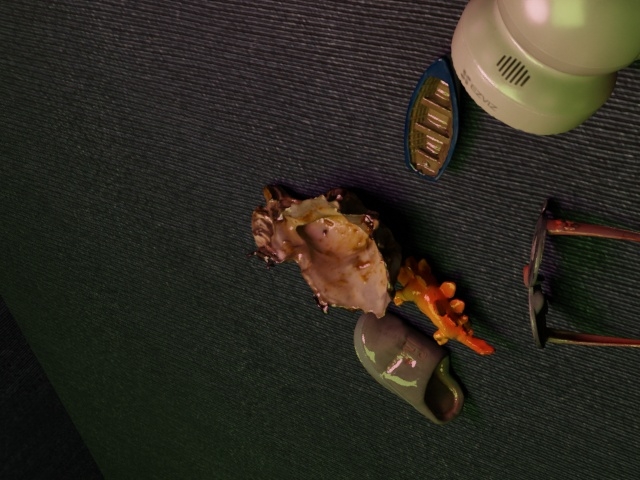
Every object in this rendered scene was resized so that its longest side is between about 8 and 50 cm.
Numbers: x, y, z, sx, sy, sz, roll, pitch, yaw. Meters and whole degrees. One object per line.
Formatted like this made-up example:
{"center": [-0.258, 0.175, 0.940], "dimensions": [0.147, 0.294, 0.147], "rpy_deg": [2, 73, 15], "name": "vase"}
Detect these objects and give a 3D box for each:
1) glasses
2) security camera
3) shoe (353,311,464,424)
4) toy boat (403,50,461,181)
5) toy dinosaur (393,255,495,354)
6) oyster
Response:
{"center": [0.409, 0.064, 1.535], "dimensions": [0.268, 0.118, 0.234], "rpy_deg": [5, 134, 16], "name": "glasses"}
{"center": [0.263, -0.248, 1.183], "dimensions": [0.194, 0.194, 0.236], "rpy_deg": [38, 144, 6], "name": "security camera"}
{"center": [0.164, 0.213, 1.911], "dimensions": [0.251, 0.103, 0.100], "rpy_deg": [45, 149, -15], "name": "shoe"}
{"center": [0.156, -0.170, 1.514], "dimensions": [0.080, 0.046, 0.229], "rpy_deg": [30, 145, 19], "name": "toy boat"}
{"center": [0.163, 0.081, 1.780], "dimensions": [0.288, 0.070, 0.117], "rpy_deg": [40, 155, 15], "name": "toy dinosaur"}
{"center": [0.001, 0.007, 1.789], "dimensions": [0.337, 0.133, 0.198], "rpy_deg": [16, 109, 43], "name": "oyster"}
